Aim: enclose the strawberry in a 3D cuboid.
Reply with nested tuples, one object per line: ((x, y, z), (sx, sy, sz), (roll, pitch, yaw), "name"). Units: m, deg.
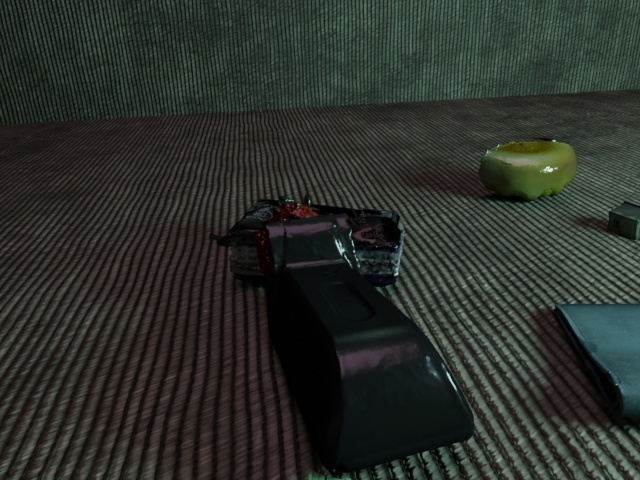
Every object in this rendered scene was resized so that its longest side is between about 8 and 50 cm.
((-0.050, 0.015, 0.920), (0.140, 0.192, 0.085), (34, 1, 3), "strawberry")

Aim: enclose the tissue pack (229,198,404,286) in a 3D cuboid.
((0.000, 0.000, 1.080), (0.332, 0.123, 0.245), (5, 19, 7), "tissue pack")

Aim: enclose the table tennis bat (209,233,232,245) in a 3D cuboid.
((-0.224, -0.003, 1.234), (0.083, 0.007, 0.050), (13, 28, 28), "table tennis bat")

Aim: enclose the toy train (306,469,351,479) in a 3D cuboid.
((0.003, 0.280, 0.539), (0.056, 0.038, 0.093), (7, 24, 4), "toy train")

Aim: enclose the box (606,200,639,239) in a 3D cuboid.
((0.694, -0.043, 1.192), (0.063, 0.060, 0.084), (-18, 29, -22), "box")

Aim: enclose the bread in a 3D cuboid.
((0.543, -0.169, 1.396), (0.260, 0.158, 0.156), (2, 34, 8), "bread")

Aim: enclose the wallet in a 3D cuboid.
((0.495, 0.157, 0.757), (0.251, 0.054, 0.290), (2, 23, 6), "wallet")

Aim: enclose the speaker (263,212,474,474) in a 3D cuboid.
((0.032, 0.104, 0.721), (0.180, 0.184, 0.388), (-9, 19, -15), "speaker")
